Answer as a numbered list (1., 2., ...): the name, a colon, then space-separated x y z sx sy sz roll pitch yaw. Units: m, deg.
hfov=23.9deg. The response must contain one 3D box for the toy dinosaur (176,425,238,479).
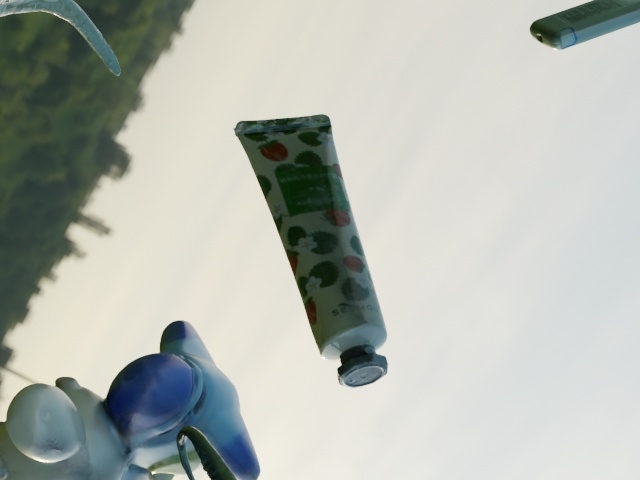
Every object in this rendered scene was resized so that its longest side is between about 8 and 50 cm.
1. toy dinosaur: -0.023 0.285 1.187 0.147 0.076 0.363 -34 -119 23

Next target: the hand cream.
1. hand cream: 0.000 0.000 1.327 0.059 0.095 0.276 111 -33 -53

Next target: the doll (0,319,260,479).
1. doll: -0.216 0.197 1.609 0.376 0.366 0.187 -7 -85 59

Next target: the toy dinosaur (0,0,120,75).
1. toy dinosaur: -0.255 -0.220 1.127 0.393 0.092 0.205 60 47 -66

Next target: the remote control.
1. remote control: 0.229 -0.180 1.201 0.124 0.017 0.053 -21 -154 -12
